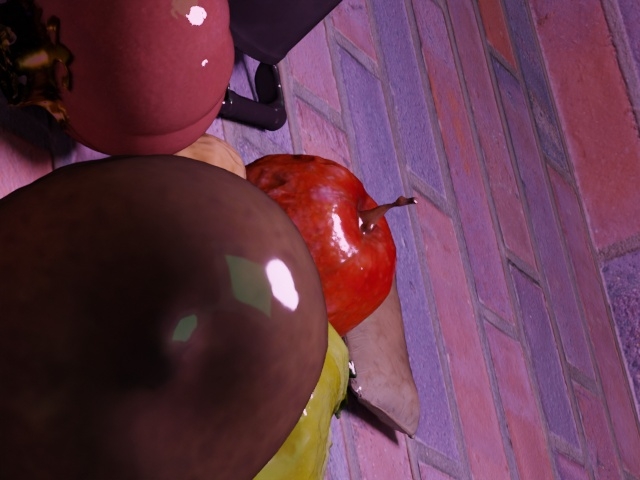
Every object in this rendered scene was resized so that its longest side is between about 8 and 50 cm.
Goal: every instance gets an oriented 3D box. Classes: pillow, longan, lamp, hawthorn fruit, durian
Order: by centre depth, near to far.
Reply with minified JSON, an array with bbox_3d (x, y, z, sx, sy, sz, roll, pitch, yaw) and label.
[{"bbox_3d":[-0.169,0.093,1.497,0.361,0.361,0.361,48,29,-38],"label":"longan"},{"bbox_3d":[-0.229,-0.224,1.806,0.305,0.240,0.305,48,-30,40],"label":"lamp"},{"bbox_3d":[-0.069,0.202,1.815,0.339,0.205,0.255,-76,150,-60],"label":"durian"},{"bbox_3d":[0.000,0.000,2.063,0.242,0.272,0.241,32,50,-48],"label":"hawthorn fruit"},{"bbox_3d":[-0.048,-0.371,2.299,0.205,0.272,0.374,9,61,-62],"label":"lamp"},{"bbox_3d":[0.071,0.108,2.369,0.185,0.075,0.302,39,37,-52],"label":"pillow"}]

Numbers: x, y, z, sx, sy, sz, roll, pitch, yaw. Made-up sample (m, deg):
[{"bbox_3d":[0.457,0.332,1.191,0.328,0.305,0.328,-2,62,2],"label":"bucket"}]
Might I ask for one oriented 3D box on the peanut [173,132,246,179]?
[{"bbox_3d":[-0.168,-0.014,1.883,0.149,0.149,0.313,55,29,-26],"label":"peanut"}]
